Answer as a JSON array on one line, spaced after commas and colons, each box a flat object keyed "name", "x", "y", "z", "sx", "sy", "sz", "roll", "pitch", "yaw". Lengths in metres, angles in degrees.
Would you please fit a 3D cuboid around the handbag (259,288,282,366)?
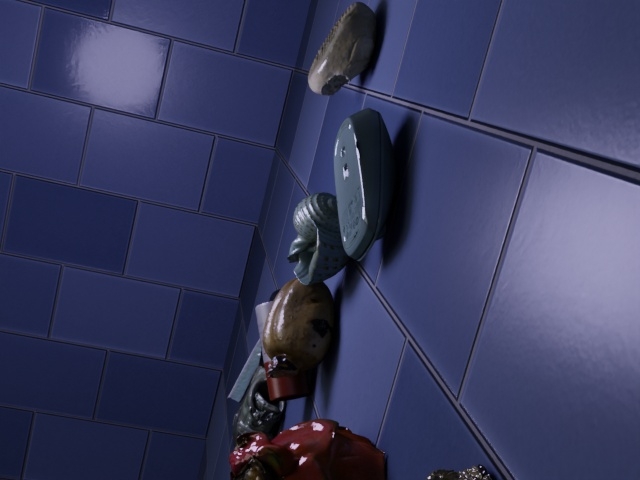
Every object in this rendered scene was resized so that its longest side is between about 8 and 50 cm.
[{"name": "handbag", "x": -0.081, "y": 0.230, "z": 2.001, "sx": 0.254, "sy": 0.088, "sz": 0.211, "roll": 7, "pitch": 80, "yaw": 66}]

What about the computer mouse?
[{"name": "computer mouse", "x": 0.091, "y": -0.106, "z": 1.511, "sx": 0.159, "sy": 0.097, "sz": 0.289, "roll": 123, "pitch": 146, "yaw": -56}]

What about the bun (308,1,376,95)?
[{"name": "bun", "x": 0.063, "y": -0.445, "z": 1.952, "sx": 0.237, "sy": 0.116, "sz": 0.210, "roll": -60, "pitch": 12, "yaw": 11}]

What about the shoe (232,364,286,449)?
[{"name": "shoe", "x": -0.157, "y": 0.447, "z": 2.099, "sx": 0.149, "sy": 0.109, "sz": 0.293, "roll": -115, "pitch": 43, "yaw": -81}]

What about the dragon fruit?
[{"name": "dragon fruit", "x": -0.044, "y": 0.422, "z": 1.288, "sx": 0.305, "sy": 0.225, "sz": 0.306, "roll": -169, "pitch": 90, "yaw": -77}]

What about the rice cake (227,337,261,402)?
[{"name": "rice cake", "x": -0.156, "y": 0.306, "z": 2.195, "sx": 0.290, "sy": 0.051, "sz": 0.081, "roll": -61, "pitch": -27, "yaw": 4}]

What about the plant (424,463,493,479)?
[{"name": "plant", "x": 0.153, "y": 0.303, "z": 0.878, "sx": 0.116, "sy": 0.104, "sz": 0.122, "roll": 4, "pitch": -118, "yaw": -67}]

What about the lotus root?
[{"name": "lotus root", "x": -0.039, "y": 0.182, "z": 1.743, "sx": 0.154, "sy": 0.140, "sz": 0.257, "roll": -14, "pitch": 51, "yaw": 45}]

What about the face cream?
[{"name": "face cream", "x": -0.084, "y": 0.247, "z": 1.849, "sx": 0.096, "sy": 0.095, "sz": 0.214, "roll": 129, "pitch": 133, "yaw": -67}]

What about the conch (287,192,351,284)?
[{"name": "conch", "x": 0.010, "y": -0.003, "z": 1.714, "sx": 0.200, "sy": 0.131, "sz": 0.172, "roll": 109, "pitch": 143, "yaw": -52}]
